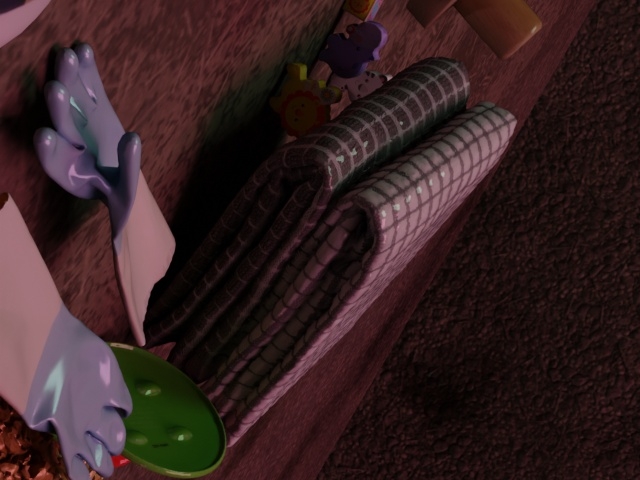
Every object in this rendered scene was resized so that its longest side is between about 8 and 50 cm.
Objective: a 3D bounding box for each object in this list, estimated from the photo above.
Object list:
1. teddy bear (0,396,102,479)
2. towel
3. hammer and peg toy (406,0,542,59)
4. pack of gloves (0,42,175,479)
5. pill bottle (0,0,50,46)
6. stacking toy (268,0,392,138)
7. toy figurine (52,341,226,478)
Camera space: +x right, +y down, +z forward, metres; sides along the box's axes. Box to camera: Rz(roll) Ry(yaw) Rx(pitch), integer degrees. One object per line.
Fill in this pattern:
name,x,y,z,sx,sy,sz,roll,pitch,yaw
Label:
teddy bear,-0.195,0.190,0.851,0.245,0.113,0.338,-14,118,-79
towel,0.000,0.000,1.218,0.283,0.121,0.235,-51,173,37
hammer and peg toy,0.160,-0.228,0.993,0.266,0.127,0.361,-41,-178,-10
pack of gloves,-0.112,0.022,0.838,0.232,0.046,0.195,73,24,-58
pill bottle,-0.115,-0.130,0.351,0.153,0.153,0.264,-44,163,-54
stacking toy,0.049,-0.188,1.246,0.221,0.052,0.167,-62,169,17
toy figurine,-0.178,0.174,1.131,0.173,0.130,0.159,2,132,-53
